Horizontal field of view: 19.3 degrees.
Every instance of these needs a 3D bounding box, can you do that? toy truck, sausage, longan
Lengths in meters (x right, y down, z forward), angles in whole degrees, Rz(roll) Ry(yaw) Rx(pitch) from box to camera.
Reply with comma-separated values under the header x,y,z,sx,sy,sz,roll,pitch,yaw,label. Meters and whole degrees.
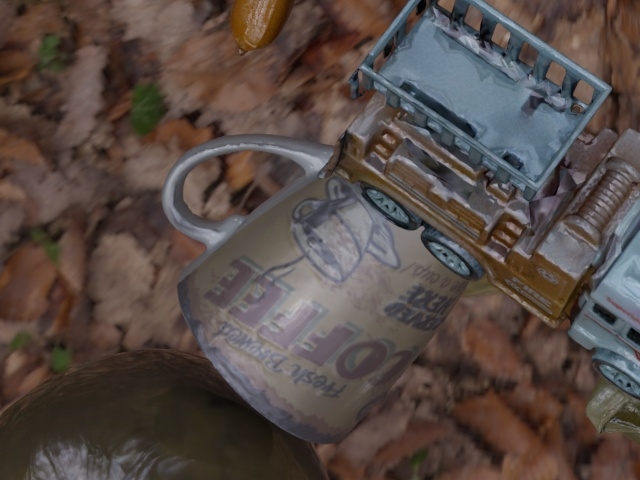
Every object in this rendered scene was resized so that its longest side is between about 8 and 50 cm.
x,y,z,sx,sy,sz,roll,pitch,yaw,label
0.095,-0.018,0.726,0.177,0.115,0.080,35,77,7,toy truck
-0.040,-0.247,1.711,0.062,0.054,0.183,42,123,35,sausage
-0.185,0.291,1.940,0.404,0.336,0.404,-11,121,-20,longan

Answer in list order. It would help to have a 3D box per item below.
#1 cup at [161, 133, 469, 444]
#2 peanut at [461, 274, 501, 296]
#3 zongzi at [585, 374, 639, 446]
x,y,z,sx,sy,sz,roll,pitch,yaw,label
0.000,0.000,1.783,0.301,0.227,0.257,44,106,-3,cup
0.190,-0.027,1.900,0.174,0.340,0.158,-38,109,-26,peanut
0.386,0.120,1.660,0.221,0.112,0.242,38,112,10,zongzi
